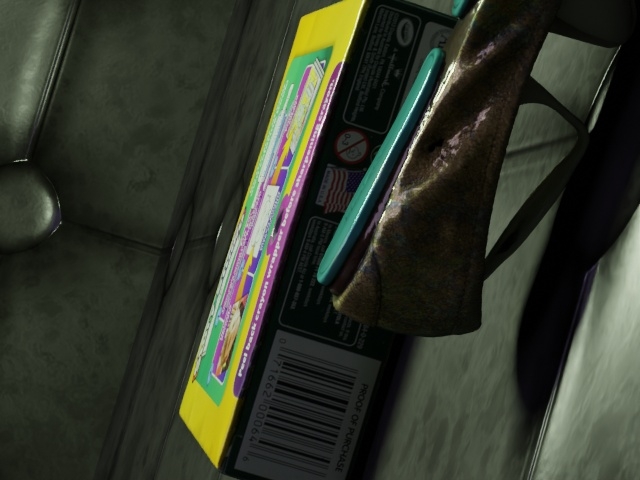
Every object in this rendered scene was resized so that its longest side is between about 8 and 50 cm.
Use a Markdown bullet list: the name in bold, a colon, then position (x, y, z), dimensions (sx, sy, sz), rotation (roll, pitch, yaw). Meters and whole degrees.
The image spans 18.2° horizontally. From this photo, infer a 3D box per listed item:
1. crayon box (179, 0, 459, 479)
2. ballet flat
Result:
- **crayon box**: position (0.000, 0.000, 1.568), dimensions (0.313, 0.106, 0.363), rotation (-163, 91, -81)
- **ballet flat**: position (0.110, -0.103, 1.117), dimensions (0.123, 0.123, 0.348), rotation (-111, 42, -74)
